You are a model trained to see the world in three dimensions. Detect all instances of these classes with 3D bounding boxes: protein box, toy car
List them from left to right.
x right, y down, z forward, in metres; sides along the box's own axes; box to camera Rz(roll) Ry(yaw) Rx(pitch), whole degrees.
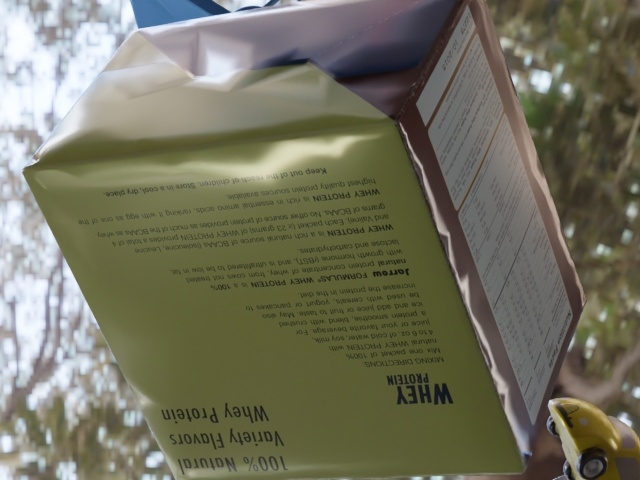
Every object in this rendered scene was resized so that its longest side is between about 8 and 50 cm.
[{"bbox_3d":[0.000,0.000,0.909,0.200,0.201,0.136,-6,-147,27],"label":"protein box"},{"bbox_3d":[0.233,0.231,1.308,0.053,0.239,0.225,-25,-116,-4],"label":"toy car"}]

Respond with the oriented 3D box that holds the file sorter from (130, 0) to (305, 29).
[{"bbox_3d":[-0.053,-0.146,1.311,0.118,0.170,0.104,33,-115,28],"label":"file sorter"}]
